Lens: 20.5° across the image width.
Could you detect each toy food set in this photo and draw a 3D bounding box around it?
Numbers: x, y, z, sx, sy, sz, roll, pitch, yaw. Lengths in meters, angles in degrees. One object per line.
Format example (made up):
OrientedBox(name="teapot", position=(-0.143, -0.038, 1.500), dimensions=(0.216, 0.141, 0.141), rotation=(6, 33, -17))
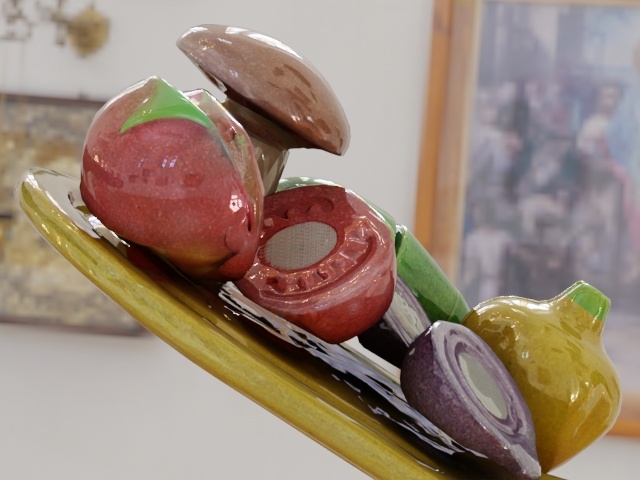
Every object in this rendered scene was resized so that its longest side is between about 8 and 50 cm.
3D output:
OrientedBox(name="toy food set", position=(0.000, 0.000, 0.440), dimensions=(0.218, 0.071, 0.128), rotation=(33, 4, -13))
